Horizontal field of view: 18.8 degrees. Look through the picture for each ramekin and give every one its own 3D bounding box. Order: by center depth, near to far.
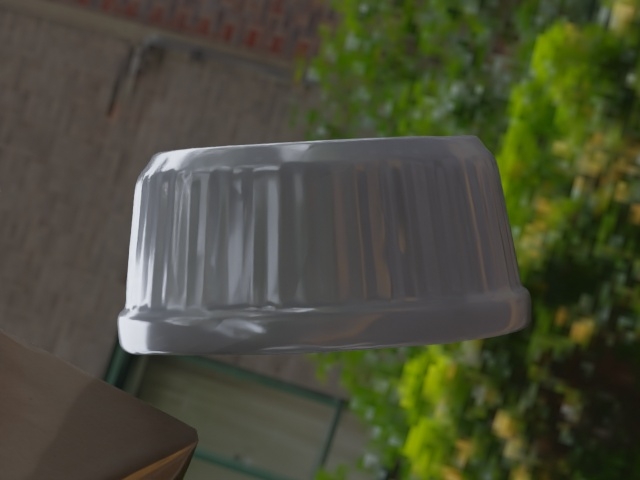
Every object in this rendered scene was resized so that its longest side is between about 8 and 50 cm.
[{"bbox_3d":[0.000,0.000,1.253,0.273,0.272,0.127,-6,-87,-70],"label":"ramekin"}]

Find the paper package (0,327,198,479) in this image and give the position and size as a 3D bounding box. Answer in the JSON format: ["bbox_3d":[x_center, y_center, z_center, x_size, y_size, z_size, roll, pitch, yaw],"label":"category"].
[{"bbox_3d":[-0.278,0.147,1.087,0.325,0.309,0.168,-17,-50,-66],"label":"paper package"}]
